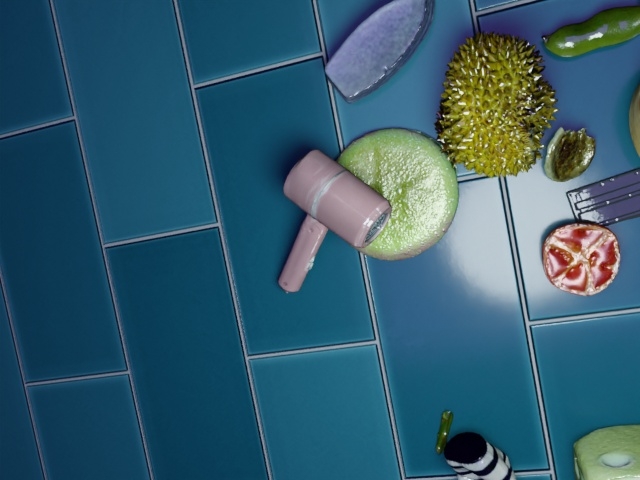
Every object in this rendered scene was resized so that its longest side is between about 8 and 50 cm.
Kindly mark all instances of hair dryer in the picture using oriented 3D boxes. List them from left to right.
[{"bbox_3d":[0.000,0.000,1.455,0.210,0.125,0.352,37,126,18],"label":"hair dryer"}]

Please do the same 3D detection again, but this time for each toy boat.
[{"bbox_3d":[0.131,-0.419,1.407,0.283,0.078,0.127,-42,81,17],"label":"toy boat"}]

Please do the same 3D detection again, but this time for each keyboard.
[{"bbox_3d":[0.694,-0.117,1.308,0.381,0.041,0.104,-18,92,23],"label":"keyboard"}]

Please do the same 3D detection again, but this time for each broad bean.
[{"bbox_3d":[0.597,-0.410,1.286,0.317,0.056,0.098,1,96,14],"label":"broad bean"}]

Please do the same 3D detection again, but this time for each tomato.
[{"bbox_3d":[0.529,0.035,1.350,0.155,0.069,0.156,2,98,12],"label":"tomato"}]

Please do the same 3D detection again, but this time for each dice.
[{"bbox_3d":[0.643,0.516,1.280,0.249,0.254,0.252,-10,92,14],"label":"dice"}]

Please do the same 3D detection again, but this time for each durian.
[{"bbox_3d":[0.339,-0.268,1.285,0.258,0.258,0.293,6,93,15],"label":"durian"}]

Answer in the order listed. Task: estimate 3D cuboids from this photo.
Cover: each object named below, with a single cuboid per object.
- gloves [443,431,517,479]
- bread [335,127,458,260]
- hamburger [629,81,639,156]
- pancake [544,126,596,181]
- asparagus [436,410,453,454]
[{"bbox_3d":[0.366,0.521,1.439,0.140,0.131,0.219,-31,118,15],"label":"gloves"},{"bbox_3d":[0.161,-0.100,1.453,0.301,0.045,0.302,2,97,15],"label":"bread"},{"bbox_3d":[0.723,-0.236,1.199,0.300,0.176,0.300,-2,85,28],"label":"hamburger"},{"bbox_3d":[0.498,-0.170,1.323,0.129,0.022,0.116,-3,116,-27],"label":"pancake"},{"bbox_3d":[0.279,0.434,1.493,0.025,0.021,0.108,14,101,18],"label":"asparagus"}]
